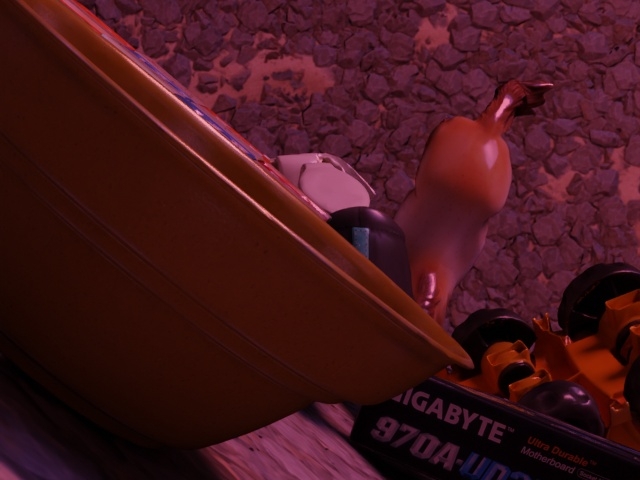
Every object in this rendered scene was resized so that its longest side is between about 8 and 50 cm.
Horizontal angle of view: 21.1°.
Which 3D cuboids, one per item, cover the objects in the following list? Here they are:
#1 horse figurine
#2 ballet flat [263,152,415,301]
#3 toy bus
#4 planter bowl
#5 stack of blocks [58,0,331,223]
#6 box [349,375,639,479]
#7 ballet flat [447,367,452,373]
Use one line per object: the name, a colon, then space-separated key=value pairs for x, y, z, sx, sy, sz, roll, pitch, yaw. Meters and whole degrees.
horse figurine: x=0.074 y=0.000 z=1.083 sx=0.066 sy=0.263 sz=0.174 roll=24 pitch=-6 yaw=-1
ballet flat: x=0.000 y=0.000 z=0.996 sx=0.095 sy=0.096 sz=0.280 roll=-2 pitch=8 yaw=-15
toy bus: x=0.203 y=0.146 z=1.253 sx=0.149 sy=0.220 sz=0.211 roll=-124 pitch=-162 yaw=-58
planter bowl: x=-0.061 y=0.003 z=0.559 sx=0.217 sy=0.090 sz=0.217 roll=41 pitch=3 yaw=-2
stack of blocks: x=-0.136 y=-0.072 z=0.793 sx=0.297 sy=0.087 sz=0.171 roll=40 pitch=3 yaw=2
box: x=0.148 y=0.132 z=0.923 sx=0.220 sy=0.051 sz=0.175 roll=20 pitch=-1 yaw=31
ballet flat: x=0.091 y=0.124 z=1.325 sx=0.173 sy=0.057 sz=0.049 roll=37 pitch=45 yaw=-39
